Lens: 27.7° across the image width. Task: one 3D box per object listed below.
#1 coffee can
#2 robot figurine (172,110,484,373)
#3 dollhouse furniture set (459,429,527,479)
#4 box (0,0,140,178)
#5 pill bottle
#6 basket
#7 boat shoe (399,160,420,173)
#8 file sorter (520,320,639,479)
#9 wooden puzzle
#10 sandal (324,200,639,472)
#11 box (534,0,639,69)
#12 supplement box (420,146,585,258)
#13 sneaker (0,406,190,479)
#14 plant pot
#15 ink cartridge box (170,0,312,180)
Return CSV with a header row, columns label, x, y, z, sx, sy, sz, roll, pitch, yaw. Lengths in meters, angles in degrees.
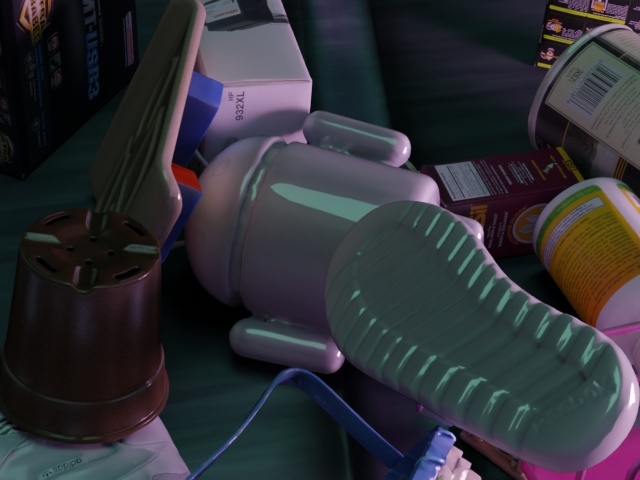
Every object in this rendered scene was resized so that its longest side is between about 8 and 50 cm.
label,x,y,z,sx,sy,sz,roll,pitch,yaw
coffee can,0.426,-0.121,1.620,0.201,0.201,0.275,-24,48,-29
robot figurine,0.000,0.000,1.440,0.353,0.200,0.300,16,70,12
dollhouse furniture set,0.235,0.125,1.332,0.101,0.182,0.161,34,49,30
box,-0.336,-0.279,1.654,0.073,0.295,0.293,19,42,17
pill bottle,0.352,0.052,1.462,0.136,0.136,0.245,-10,43,-17
basket,0.024,0.261,1.113,0.289,0.201,0.255,43,38,3
boat shoe,0.108,-0.082,1.663,0.043,0.049,0.137,-17,41,-26
file sorter,0.336,0.216,1.102,0.202,0.182,0.290,-10,41,-17
wooden puzzle,-0.190,-0.051,1.412,0.080,0.322,0.348,19,39,-18
sandal,0.131,0.097,1.172,0.169,0.102,0.416,-44,36,-2
box,0.416,-0.314,1.856,0.191,0.184,0.045,13,44,11
supplement box,0.217,-0.041,1.581,0.188,0.104,0.081,-9,43,-15
sneaker,-0.267,0.257,1.164,0.366,0.137,0.210,-23,45,-33
plant pot,-0.216,0.070,1.190,0.167,0.165,0.167,7,34,-5
ink cartridge box,-0.108,-0.194,1.634,0.129,0.223,0.307,-5,42,-12
